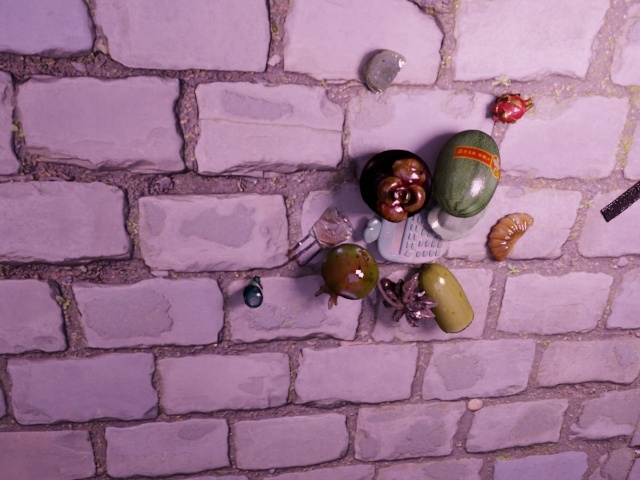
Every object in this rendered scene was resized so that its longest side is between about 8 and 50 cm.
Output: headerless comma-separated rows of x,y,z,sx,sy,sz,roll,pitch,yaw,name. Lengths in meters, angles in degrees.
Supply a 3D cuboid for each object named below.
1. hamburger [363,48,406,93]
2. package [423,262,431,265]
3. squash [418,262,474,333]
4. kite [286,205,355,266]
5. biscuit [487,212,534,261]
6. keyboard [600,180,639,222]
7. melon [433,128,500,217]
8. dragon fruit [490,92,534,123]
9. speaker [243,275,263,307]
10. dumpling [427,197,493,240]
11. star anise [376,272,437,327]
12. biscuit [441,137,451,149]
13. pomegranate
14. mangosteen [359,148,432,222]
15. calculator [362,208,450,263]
0.166,-0.469,1.350,0.084,0.054,0.121,27,113,-20,hamburger
0.350,0.065,1.621,0.037,0.015,0.111,-13,116,-9,package
0.396,0.175,1.605,0.132,0.132,0.247,-32,118,5,squash
0.000,0.001,1.539,0.229,0.016,0.127,-42,109,8,kite
0.615,-0.014,1.607,0.118,0.061,0.183,30,105,-18,biscuit
1.028,-0.140,1.644,0.195,0.018,0.060,-40,115,9,keyboard
0.414,-0.199,1.394,0.182,0.182,0.288,23,66,-17,melon
0.559,-0.383,1.434,0.116,0.081,0.086,-5,103,-6,dragon fruit
-0.201,0.160,1.540,0.060,0.075,0.095,32,95,-20,speaker
0.428,-0.091,1.526,0.219,0.108,0.153,-13,140,-6,dumpling
0.262,0.187,1.580,0.231,0.089,0.209,19,122,24,star anise
0.400,-0.267,1.490,0.078,0.015,0.091,8,111,-11,biscuit
0.073,0.116,1.520,0.181,0.182,0.224,27,121,-18,pomegranate
0.217,-0.147,1.385,0.211,0.250,0.212,-1,111,-2,mangosteen
0.273,-0.018,1.551,0.294,0.042,0.184,8,103,-15,calculator
